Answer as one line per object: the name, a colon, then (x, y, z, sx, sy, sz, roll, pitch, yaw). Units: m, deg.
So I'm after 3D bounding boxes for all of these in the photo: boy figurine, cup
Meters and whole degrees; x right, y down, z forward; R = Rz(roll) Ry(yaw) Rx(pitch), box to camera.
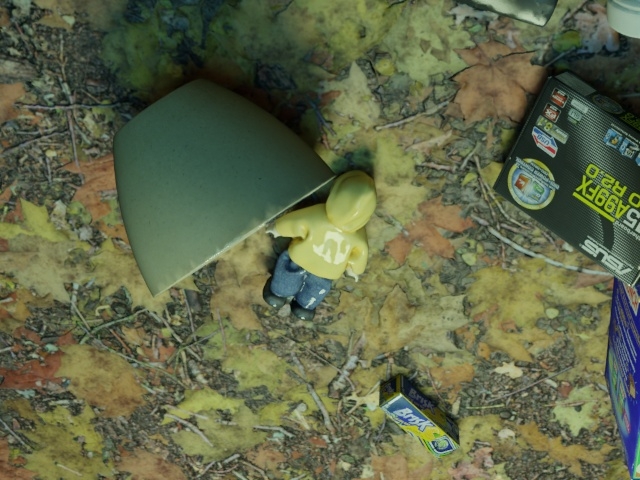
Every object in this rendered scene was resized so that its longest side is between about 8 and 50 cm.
boy figurine: (0.000, 0.000, 1.972, 0.177, 0.092, 0.285, 23, 123, -10)
cup: (-0.178, -0.101, 1.816, 0.331, 0.331, 0.237, -34, 91, 25)

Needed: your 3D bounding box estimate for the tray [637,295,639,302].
tray: (0.570, -0.061, 1.680, 0.076, 0.411, 0.203, 32, 125, 14)

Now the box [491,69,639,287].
box: (0.415, -0.093, 1.799, 0.270, 0.060, 0.216, 39, 127, 21)

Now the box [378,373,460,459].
box: (0.180, 0.321, 2.193, 0.054, 0.059, 0.169, -37, 114, 24)

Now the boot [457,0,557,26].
boot: (0.142, -0.497, 1.564, 0.445, 0.146, 0.367, 18, 135, 1)

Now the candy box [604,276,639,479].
candy box: (0.544, 0.180, 1.933, 0.122, 0.268, 0.317, -3, 124, 3)

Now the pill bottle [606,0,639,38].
pill bottle: (0.446, -0.434, 1.573, 0.176, 0.176, 0.318, -2, 124, 7)
